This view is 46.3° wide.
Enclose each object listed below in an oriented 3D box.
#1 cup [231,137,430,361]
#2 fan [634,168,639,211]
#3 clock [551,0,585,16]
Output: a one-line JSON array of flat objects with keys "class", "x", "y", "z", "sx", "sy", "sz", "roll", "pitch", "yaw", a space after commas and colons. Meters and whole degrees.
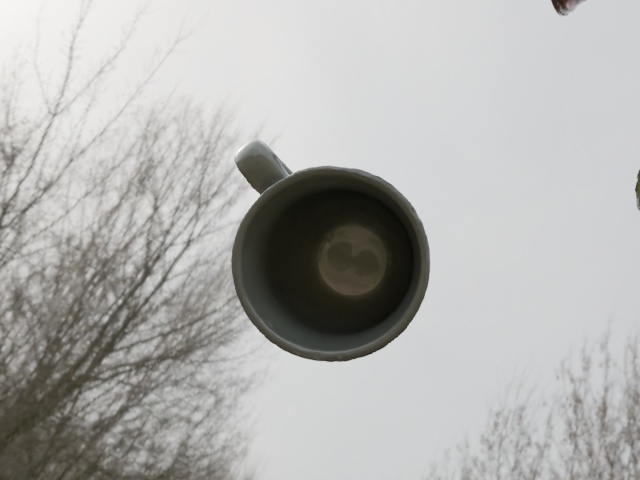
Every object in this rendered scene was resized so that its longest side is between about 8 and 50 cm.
[{"class": "cup", "x": 0.000, "y": 0.000, "z": 0.971, "sx": 0.301, "sy": 0.227, "sz": 0.257, "roll": 51, "pitch": 4, "yaw": 5}, {"class": "fan", "x": 0.318, "y": -0.097, "z": 0.652, "sx": 0.009, "sy": 0.240, "sz": 0.131, "roll": 23, "pitch": -42, "yaw": 31}, {"class": "clock", "x": 0.299, "y": -0.413, "z": 0.962, "sx": 0.056, "sy": 0.244, "sz": 0.244, "roll": -7, "pitch": -43, "yaw": 30}]
